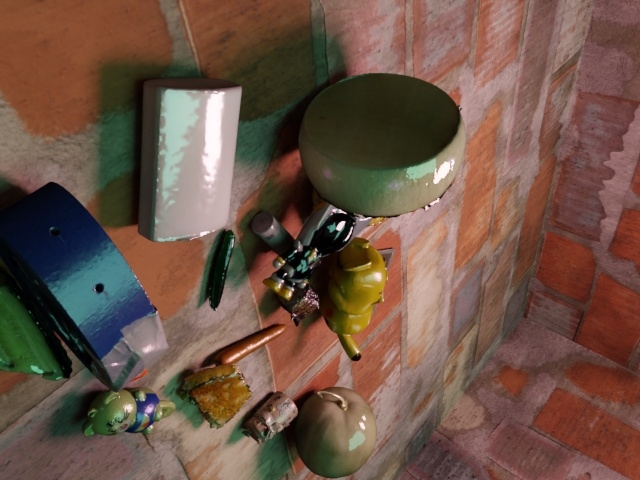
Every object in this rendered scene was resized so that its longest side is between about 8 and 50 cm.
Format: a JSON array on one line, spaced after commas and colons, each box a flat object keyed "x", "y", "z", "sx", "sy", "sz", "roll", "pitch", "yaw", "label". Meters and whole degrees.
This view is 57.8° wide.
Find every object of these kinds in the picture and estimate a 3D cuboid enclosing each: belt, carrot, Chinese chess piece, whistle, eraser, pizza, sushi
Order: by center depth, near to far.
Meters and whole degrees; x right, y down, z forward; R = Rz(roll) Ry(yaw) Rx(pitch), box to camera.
[{"x": -0.358, "y": 0.080, "z": 0.882, "sx": 0.117, "sy": 0.213, "sz": 0.346, "roll": -43, "pitch": 139, "yaw": -31, "label": "belt"}, {"x": -0.229, "y": -0.141, "z": 1.011, "sx": 0.174, "sy": 0.095, "sz": 0.270, "roll": -20, "pitch": 129, "yaw": -48, "label": "eraser"}, {"x": -0.378, "y": 0.346, "z": 1.167, "sx": 0.105, "sy": 0.085, "sz": 0.227, "roll": -55, "pitch": 149, "yaw": 5, "label": "whistle"}, {"x": 0.128, "y": -0.207, "z": 1.227, "sx": 0.349, "sy": 0.349, "sz": 0.146, "roll": -43, "pitch": 149, "yaw": -28, "label": "Chinese chess piece"}, {"x": -0.239, "y": 0.359, "z": 1.373, "sx": 0.147, "sy": 0.069, "sz": 0.226, "roll": -28, "pitch": 140, "yaw": -5, "label": "pizza"}, {"x": -0.169, "y": 0.258, "z": 1.439, "sx": 0.248, "sy": 0.043, "sz": 0.043, "roll": -21, "pitch": 130, "yaw": -49, "label": "carrot"}, {"x": -0.060, "y": 0.148, "z": 1.465, "sx": 0.098, "sy": 0.094, "sz": 0.084, "roll": -43, "pitch": 142, "yaw": -1, "label": "sushi"}]

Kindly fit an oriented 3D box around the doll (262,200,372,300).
[{"x": 0.002, "y": 0.002, "z": 1.322, "sx": 0.145, "sy": 0.103, "sz": 0.316, "roll": 42, "pitch": 86, "yaw": -26, "label": "doll"}]

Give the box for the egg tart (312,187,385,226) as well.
[{"x": 0.116, "y": -0.145, "z": 1.460, "sx": 0.341, "sy": 0.132, "sz": 0.341, "roll": -35, "pitch": 138, "yaw": -39, "label": "egg tart"}]

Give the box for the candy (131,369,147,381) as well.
[{"x": -0.366, "y": 0.204, "z": 1.100, "sx": 0.038, "sy": 0.062, "sz": 0.121, "roll": -28, "pitch": 135, "yaw": -43, "label": "candy"}]

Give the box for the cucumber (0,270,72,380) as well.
[{"x": -0.468, "y": 0.133, "z": 0.891, "sx": 0.085, "sy": 0.116, "sz": 0.192, "roll": -93, "pitch": 173, "yaw": -50, "label": "cucumber"}]

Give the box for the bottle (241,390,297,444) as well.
[{"x": -0.143, "y": 0.499, "z": 1.603, "sx": 0.152, "sy": 0.099, "sz": 0.098, "roll": -36, "pitch": 139, "yaw": -35, "label": "bottle"}]

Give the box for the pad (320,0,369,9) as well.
[{"x": 0.066, "y": -0.607, "z": 1.170, "sx": 0.176, "sy": 0.002, "sz": 0.266, "roll": -25, "pitch": 132, "yaw": -44, "label": "pad"}]

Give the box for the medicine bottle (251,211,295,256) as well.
[{"x": -0.091, "y": 0.002, "z": 1.345, "sx": 0.057, "sy": 0.058, "sz": 0.199, "roll": -57, "pitch": 147, "yaw": -9, "label": "medicine bottle"}]

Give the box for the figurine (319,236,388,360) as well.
[{"x": 0.091, "y": 0.145, "z": 1.603, "sx": 0.218, "sy": 0.169, "sz": 0.326, "roll": -82, "pitch": -172, "yaw": -52, "label": "figurine"}]

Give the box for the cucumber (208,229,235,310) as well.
[{"x": -0.215, "y": 0.063, "z": 1.240, "sx": 0.036, "sy": 0.033, "sz": 0.184, "roll": 7, "pitch": 109, "yaw": -30, "label": "cucumber"}]

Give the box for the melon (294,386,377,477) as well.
[{"x": 0.044, "y": 0.591, "z": 1.789, "sx": 0.272, "sy": 0.271, "sz": 0.308, "roll": -25, "pitch": 160, "yaw": -44, "label": "melon"}]

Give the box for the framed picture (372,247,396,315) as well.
[{"x": 0.147, "y": 0.144, "z": 1.826, "sx": 0.197, "sy": 0.014, "sz": 0.252, "roll": -6, "pitch": 117, "yaw": -53, "label": "framed picture"}]
